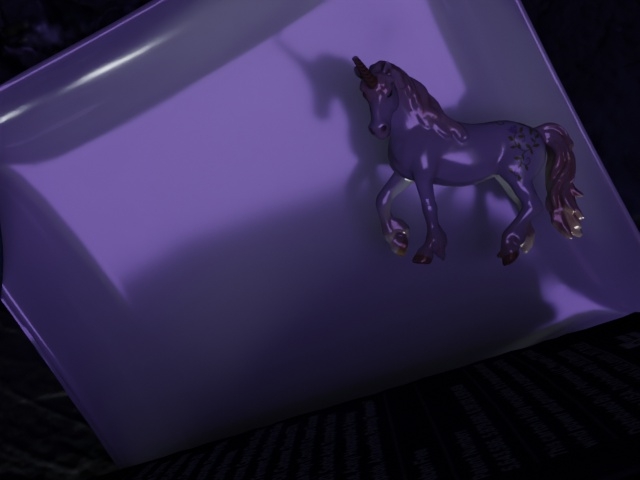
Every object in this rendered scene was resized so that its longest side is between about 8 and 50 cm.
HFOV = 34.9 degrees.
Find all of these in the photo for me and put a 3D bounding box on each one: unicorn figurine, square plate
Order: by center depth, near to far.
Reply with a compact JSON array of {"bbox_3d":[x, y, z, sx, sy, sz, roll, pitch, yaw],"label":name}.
[{"bbox_3d":[0.072,-0.043,0.570,0.162,0.060,0.111,-2,99,-27],"label":"unicorn figurine"},{"bbox_3d":[0.000,0.000,0.612,0.347,0.049,0.344,-32,103,-5],"label":"square plate"}]

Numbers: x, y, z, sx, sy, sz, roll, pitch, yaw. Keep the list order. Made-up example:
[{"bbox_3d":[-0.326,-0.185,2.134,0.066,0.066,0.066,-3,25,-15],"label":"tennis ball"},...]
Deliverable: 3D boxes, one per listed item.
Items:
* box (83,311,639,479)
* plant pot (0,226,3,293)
[{"bbox_3d":[0.030,0.333,0.452,0.471,0.297,0.480,-17,91,0],"label":"box"},{"bbox_3d":[-0.306,0.029,0.428,0.271,0.255,0.272,0,103,-1],"label":"plant pot"}]
